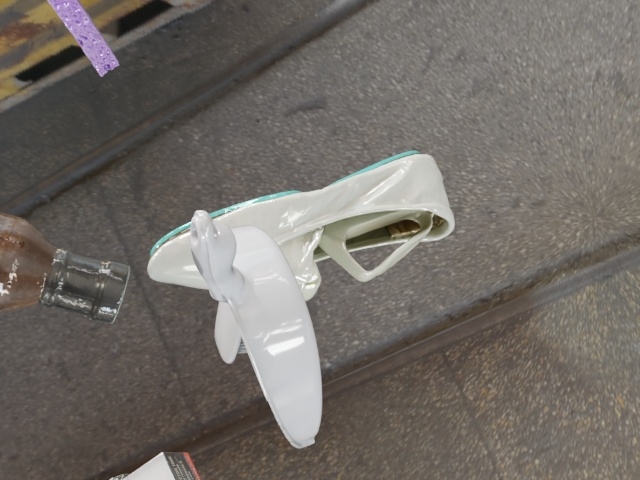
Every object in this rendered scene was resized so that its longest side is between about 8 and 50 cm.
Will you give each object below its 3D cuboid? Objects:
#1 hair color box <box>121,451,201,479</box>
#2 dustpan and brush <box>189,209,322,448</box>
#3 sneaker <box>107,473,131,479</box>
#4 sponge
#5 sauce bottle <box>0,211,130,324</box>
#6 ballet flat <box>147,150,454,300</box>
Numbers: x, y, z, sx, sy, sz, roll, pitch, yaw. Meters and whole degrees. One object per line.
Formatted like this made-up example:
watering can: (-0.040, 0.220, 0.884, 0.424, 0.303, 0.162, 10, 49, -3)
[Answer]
hair color box: (-0.136, 0.207, 0.536, 0.141, 0.043, 0.072, -34, 68, 6)
dustpan and brush: (-0.043, 0.033, 0.457, 0.060, 0.211, 0.147, -18, 66, -17)
sneaker: (-0.191, 0.347, 0.920, 0.077, 0.072, 0.178, -27, 67, 12)
sponge: (-0.314, -0.301, 0.961, 0.031, 0.210, 0.117, -33, 54, -4)
sauce bottle: (-0.374, 0.014, 0.838, 0.345, 0.111, 0.111, 18, 99, -18)
ballet flat: (0.000, 0.000, 0.974, 0.400, 0.139, 0.139, -20, 83, -26)
